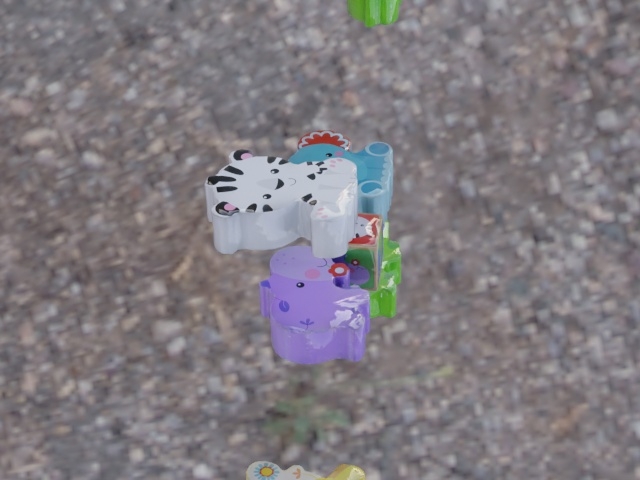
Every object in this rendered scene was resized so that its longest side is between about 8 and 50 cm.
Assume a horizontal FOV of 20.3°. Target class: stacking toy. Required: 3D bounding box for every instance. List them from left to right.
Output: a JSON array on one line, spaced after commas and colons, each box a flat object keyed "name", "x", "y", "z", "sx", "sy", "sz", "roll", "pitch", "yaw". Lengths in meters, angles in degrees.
[{"name": "stacking toy", "x": 0.000, "y": 0.000, "z": 0.715, "sx": 0.221, "sy": 0.052, "sz": 0.167, "roll": -76, "pitch": 168, "yaw": -53}]
